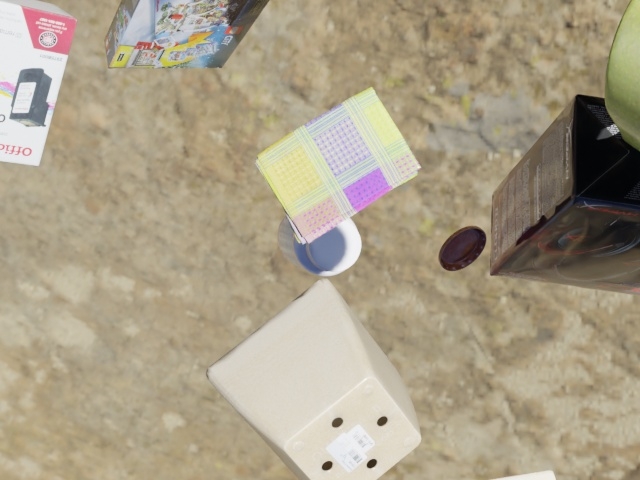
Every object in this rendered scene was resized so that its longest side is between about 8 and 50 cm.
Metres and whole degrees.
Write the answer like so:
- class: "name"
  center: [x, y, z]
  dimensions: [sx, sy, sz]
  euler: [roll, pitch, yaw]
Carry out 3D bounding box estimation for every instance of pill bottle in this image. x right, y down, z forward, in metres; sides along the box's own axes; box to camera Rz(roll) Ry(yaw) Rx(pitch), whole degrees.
- class: "pill bottle"
  center: [0.000, 0.000, 1.318]
  dimensions: [0.087, 0.087, 0.160]
  euler: [30, 178, -13]

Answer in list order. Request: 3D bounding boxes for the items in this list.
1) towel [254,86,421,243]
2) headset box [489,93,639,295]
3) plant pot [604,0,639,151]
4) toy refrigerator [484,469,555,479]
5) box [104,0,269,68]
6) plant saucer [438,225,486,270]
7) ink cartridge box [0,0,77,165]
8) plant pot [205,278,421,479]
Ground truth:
- class: "towel"
  center: [0.008, -0.042, 0.580]
  dimensions: [0.083, 0.009, 0.060]
  euler: [-32, 83, 13]
- class: "headset box"
  center: [0.316, -0.029, 1.079]
  dimensions: [0.218, 0.110, 0.293]
  euler: [8, 161, -7]
- class: "plant pot"
  center: [0.359, -0.104, 0.738]
  dimensions: [0.254, 0.276, 0.276]
  euler: [37, 155, 43]
- class: "toy refrigerator"
  center: [0.131, 0.316, 1.103]
  dimensions: [0.269, 0.094, 0.102]
  euler: [0, 160, -33]
- class: "box"
  center: [-0.165, -0.280, 1.267]
  dimensions: [0.159, 0.044, 0.233]
  euler: [-5, 166, -25]
- class: "plant saucer"
  center: [0.214, 0.011, 1.556]
  dimensions: [0.083, 0.013, 0.083]
  euler: [-20, 136, -20]
- class: "ink cartridge box"
  center: [-0.354, -0.178, 1.114]
  dimensions: [0.127, 0.072, 0.175]
  euler: [5, 111, -40]
- class: "plant pot"
  center: [0.006, 0.112, 0.697]
  dimensions: [0.109, 0.096, 0.109]
  euler: [-39, 122, -4]
